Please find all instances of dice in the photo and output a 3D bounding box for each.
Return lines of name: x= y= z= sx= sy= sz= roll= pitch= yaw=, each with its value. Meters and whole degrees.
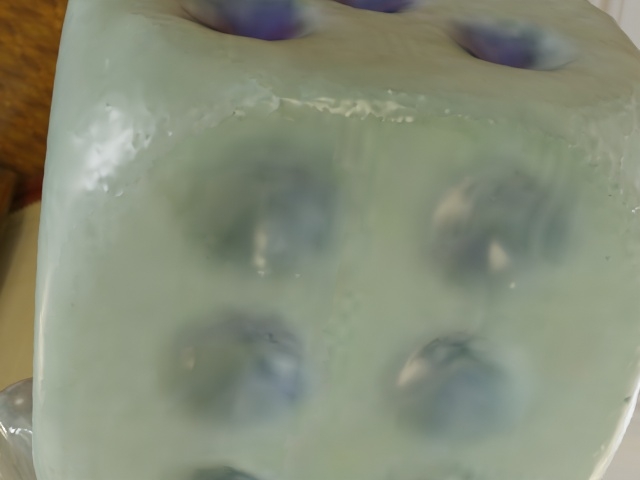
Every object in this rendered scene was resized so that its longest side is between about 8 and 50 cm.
dice: x=0.000 y=0.000 z=0.569 sx=0.264 sy=0.263 sz=0.268 roll=6 pitch=119 yaw=-10

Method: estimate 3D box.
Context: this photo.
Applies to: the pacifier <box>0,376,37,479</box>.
pacifier: x=-0.117 y=0.220 z=0.682 sx=0.332 sy=0.221 sz=0.273 roll=-19 pitch=-149 yaw=-40
